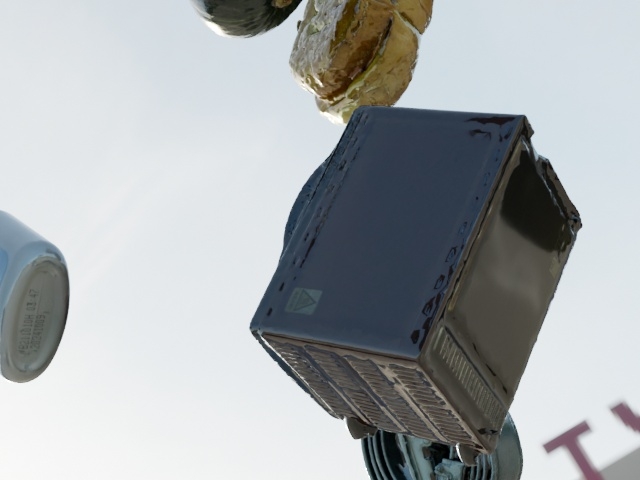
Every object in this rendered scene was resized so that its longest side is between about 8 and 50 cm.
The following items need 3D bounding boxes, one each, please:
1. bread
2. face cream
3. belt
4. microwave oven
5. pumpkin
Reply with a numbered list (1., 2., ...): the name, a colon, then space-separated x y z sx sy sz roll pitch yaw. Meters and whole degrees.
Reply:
1. bread: 0.052 -0.254 1.565 0.120 0.236 0.198 22 -16 -21
2. face cream: -0.384 0.046 1.548 0.080 0.337 0.163 9 -81 -32
3. belt: 0.156 0.274 1.816 0.206 0.267 0.116 -39 -24 28
4. microwave oven: 0.082 0.030 1.098 0.178 0.188 0.247 50 -124 -43
5. pumpkin: -0.076 -0.303 1.444 0.167 0.125 0.167 -31 -20 -13
